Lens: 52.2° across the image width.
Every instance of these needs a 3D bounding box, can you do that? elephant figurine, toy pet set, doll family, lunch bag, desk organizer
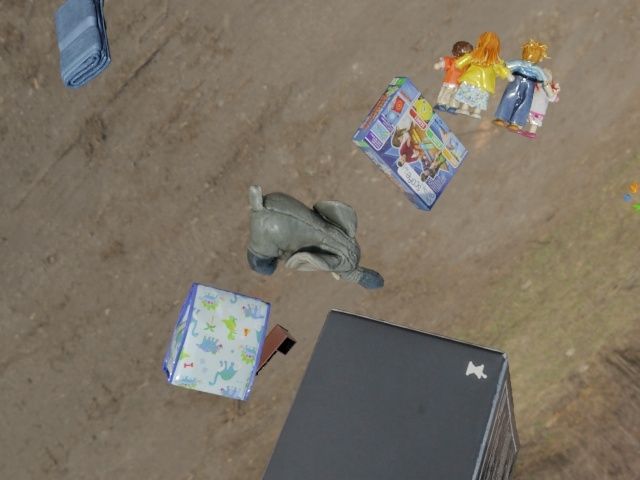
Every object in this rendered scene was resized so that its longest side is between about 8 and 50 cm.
[{"bbox_3d":[0.000,0.000,1.164,0.186,0.239,0.169,-33,138,-69],"label":"elephant figurine"},{"bbox_3d":[0.757,-0.100,1.438,0.065,0.122,0.114,-25,150,-20],"label":"toy pet set"},{"bbox_3d":[0.346,-0.297,1.220,0.262,0.118,0.163,15,98,-8],"label":"doll family"},{"bbox_3d":[-0.156,0.150,0.995,0.128,0.096,0.151,17,92,-21],"label":"lunch bag"},{"bbox_3d":[-0.120,0.267,1.549,0.130,0.050,0.047,-49,134,0],"label":"desk organizer"}]

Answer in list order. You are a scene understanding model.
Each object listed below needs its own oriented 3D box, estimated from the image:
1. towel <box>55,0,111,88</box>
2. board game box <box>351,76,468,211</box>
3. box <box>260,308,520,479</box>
[{"bbox_3d":[-0.274,-0.232,0.752,0.067,0.119,0.029,-30,150,20],"label":"towel"},{"bbox_3d":[0.159,-0.163,1.125,0.201,0.035,0.136,42,78,-33],"label":"board game box"},{"bbox_3d":[0.069,0.269,0.637,0.296,0.182,0.294,-66,153,-24],"label":"box"}]
